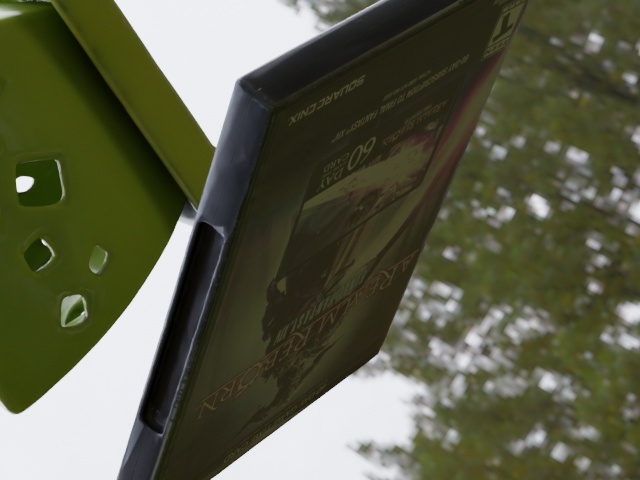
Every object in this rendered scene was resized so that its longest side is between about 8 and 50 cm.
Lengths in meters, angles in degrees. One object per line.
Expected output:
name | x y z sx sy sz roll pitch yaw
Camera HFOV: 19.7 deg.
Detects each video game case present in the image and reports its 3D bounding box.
video game case | 0.000 0.000 0.855 0.196 0.026 0.274 -33 -27 -42

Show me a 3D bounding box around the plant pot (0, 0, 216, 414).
plant pot | -0.202 -0.052 1.186 0.207 0.227 0.228 -39 -71 -12
